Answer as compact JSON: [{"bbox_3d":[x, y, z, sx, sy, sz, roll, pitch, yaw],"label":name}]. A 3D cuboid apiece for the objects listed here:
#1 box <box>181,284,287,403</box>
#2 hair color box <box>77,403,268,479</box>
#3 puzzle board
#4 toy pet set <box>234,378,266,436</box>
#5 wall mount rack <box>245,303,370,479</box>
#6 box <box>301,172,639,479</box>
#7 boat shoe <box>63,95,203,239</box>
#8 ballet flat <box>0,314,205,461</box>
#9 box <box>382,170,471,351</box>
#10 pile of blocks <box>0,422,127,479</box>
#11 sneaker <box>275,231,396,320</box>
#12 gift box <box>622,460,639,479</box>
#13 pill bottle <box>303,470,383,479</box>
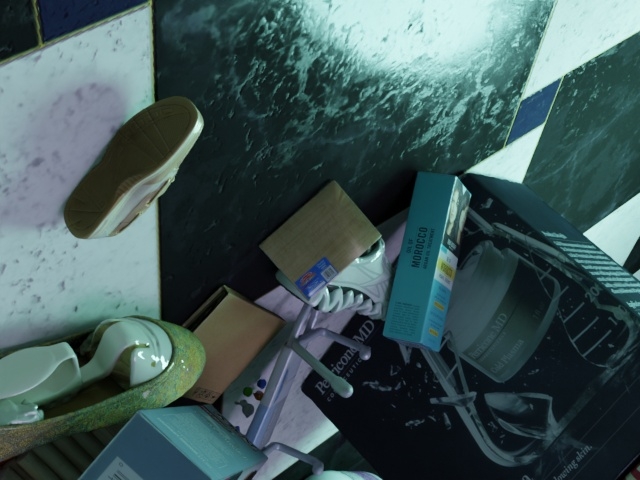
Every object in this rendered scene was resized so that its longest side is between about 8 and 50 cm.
[{"bbox_3d":[-0.140,0.145,1.308,0.164,0.021,0.201,-47,154,2],"label":"box"},{"bbox_3d":[-0.182,0.295,1.118,0.185,0.114,0.374,-49,171,-3],"label":"hair color box"},{"bbox_3d":[0.000,0.000,1.238,0.128,0.096,0.011,-42,-171,-8],"label":"puzzle board"},{"bbox_3d":[-0.140,0.280,1.491,0.122,0.065,0.114,-24,112,-44],"label":"toy pet set"},{"bbox_3d":[-0.028,0.249,1.367,0.304,0.131,0.350,-14,126,-78],"label":"wall mount rack"},{"bbox_3d":[0.316,0.224,1.592,0.480,0.472,0.297,-54,152,18],"label":"box"},{"bbox_3d":[-0.168,-0.066,0.916,0.170,0.063,0.059,-42,159,14],"label":"boat shoe"},{"bbox_3d":[-0.251,0.139,1.022,0.349,0.123,0.123,-17,143,-41],"label":"ballet flat"},{"bbox_3d":[0.156,0.032,1.410,0.100,0.060,0.244,32,69,-64],"label":"box"},{"bbox_3d":[-0.350,0.268,1.108,0.362,0.149,0.112,-46,113,-21],"label":"pile of blocks"},{"bbox_3d":[0.059,0.040,1.372,0.118,0.110,0.292,-61,153,10],"label":"sneaker"},{"bbox_3d":[0.569,0.408,1.392,0.258,0.276,0.255,-1,125,-53],"label":"gift box"},{"bbox_3d":[0.037,0.564,2.022,0.169,0.169,0.301,-49,155,6],"label":"pill bottle"}]
